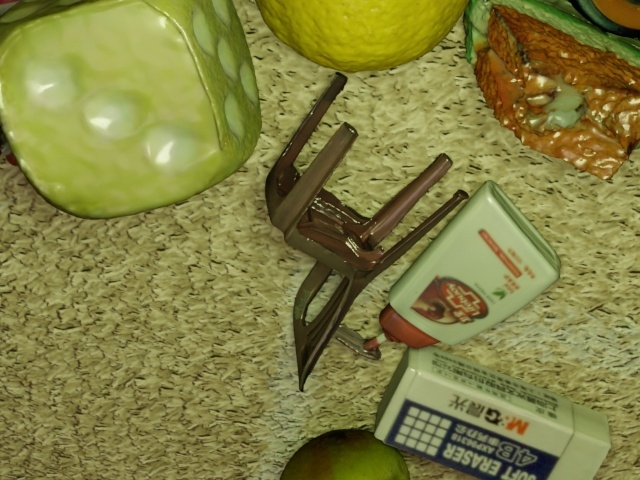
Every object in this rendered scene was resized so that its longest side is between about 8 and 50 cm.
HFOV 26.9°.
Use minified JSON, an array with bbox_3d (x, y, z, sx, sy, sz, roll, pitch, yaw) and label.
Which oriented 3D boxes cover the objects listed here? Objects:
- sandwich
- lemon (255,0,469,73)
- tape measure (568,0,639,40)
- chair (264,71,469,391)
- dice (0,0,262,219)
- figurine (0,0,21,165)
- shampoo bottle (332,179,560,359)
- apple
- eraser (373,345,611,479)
[{"bbox_3d":[0.275,-0.165,1.449,0.292,0.212,0.109,13,134,-15],"label":"sandwich"},{"bbox_3d":[0.046,-0.306,1.374,0.267,0.267,0.267,3,118,6],"label":"lemon"},{"bbox_3d":[0.339,-0.318,1.388,0.202,0.135,0.222,-14,120,3],"label":"tape measure"},{"bbox_3d":[0.000,0.000,1.578,0.183,0.175,0.326,32,111,-19],"label":"chair"},{"bbox_3d":[-0.210,-0.176,1.479,0.238,0.227,0.233,-13,115,12],"label":"dice"},{"bbox_3d":[-0.406,-0.149,1.519,0.160,0.226,0.183,-10,116,13],"label":"figurine"},{"bbox_3d":[0.146,0.064,1.647,0.284,0.071,0.153,-38,108,22],"label":"shampoo bottle"},{"bbox_3d":[0.029,0.344,1.748,0.157,0.196,0.196,1,122,40],"label":"apple"},{"bbox_3d":[0.220,0.239,1.724,0.279,0.081,0.124,21,118,-4],"label":"eraser"}]
